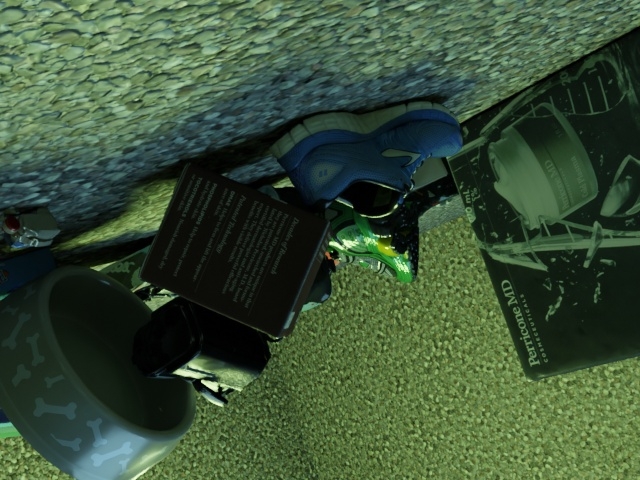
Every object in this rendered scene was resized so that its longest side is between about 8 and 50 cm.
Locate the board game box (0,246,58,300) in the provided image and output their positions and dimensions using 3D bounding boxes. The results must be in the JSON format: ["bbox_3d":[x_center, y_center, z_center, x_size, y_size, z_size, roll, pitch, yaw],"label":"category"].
[{"bbox_3d":[-0.519,0.076,1.315,0.210,0.047,0.160,-18,173,-15],"label":"board game box"}]

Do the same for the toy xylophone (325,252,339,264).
[{"bbox_3d":[-0.087,0.026,1.720,0.323,0.081,0.236,-21,148,20],"label":"toy xylophone"}]

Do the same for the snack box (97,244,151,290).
[{"bbox_3d":[-0.392,0.089,1.504,0.322,0.060,0.187,-30,-179,-37],"label":"snack box"}]

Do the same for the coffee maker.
[{"bbox_3d":[-0.166,0.149,1.246,0.171,0.120,0.178,-52,147,2],"label":"coffee maker"}]

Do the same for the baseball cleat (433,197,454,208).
[{"bbox_3d":[0.238,-0.107,2.091,0.206,0.072,0.109,-10,-177,-34],"label":"baseball cleat"}]

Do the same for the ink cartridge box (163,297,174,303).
[{"bbox_3d":[-0.232,0.151,2.319,0.286,0.166,0.395,-17,174,-31],"label":"ink cartridge box"}]

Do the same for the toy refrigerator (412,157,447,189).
[{"bbox_3d":[0.086,-0.100,1.499,0.102,0.094,0.269,-24,179,-42],"label":"toy refrigerator"}]

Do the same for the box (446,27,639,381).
[{"bbox_3d":[0.531,-0.062,1.415,0.297,0.479,0.472,-12,170,-43],"label":"box"}]

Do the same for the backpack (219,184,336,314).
[{"bbox_3d":[-0.131,0.039,1.403,0.254,0.225,0.191,-20,173,38],"label":"backpack"}]

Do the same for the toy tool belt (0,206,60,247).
[{"bbox_3d":[-0.368,-0.010,1.029,0.051,0.052,0.083,-32,168,25],"label":"toy tool belt"}]

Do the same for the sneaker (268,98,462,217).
[{"bbox_3d":[0.082,-0.104,1.176,0.330,0.147,0.130,-16,173,-37],"label":"sneaker"}]

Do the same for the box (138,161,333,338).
[{"bbox_3d":[-0.107,0.017,1.133,0.203,0.167,0.168,22,176,4],"label":"box"}]

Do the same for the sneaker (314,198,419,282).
[{"bbox_3d":[0.083,-0.014,1.383,0.146,0.134,0.343,-1,164,17],"label":"sneaker"}]

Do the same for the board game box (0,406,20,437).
[{"bbox_3d":[-0.515,0.178,1.155,0.317,0.213,0.046,4,135,-44],"label":"board game box"}]

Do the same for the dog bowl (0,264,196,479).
[{"bbox_3d":[-0.322,0.186,1.225,0.102,0.348,0.349,-39,169,14],"label":"dog bowl"}]

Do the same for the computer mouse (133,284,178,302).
[{"bbox_3d":[-0.282,0.096,1.570,0.184,0.060,0.262,-30,-179,42],"label":"computer mouse"}]

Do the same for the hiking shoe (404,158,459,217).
[{"bbox_3d":[0.179,-0.086,1.793,0.304,0.113,0.132,-17,172,-26],"label":"hiking shoe"}]
